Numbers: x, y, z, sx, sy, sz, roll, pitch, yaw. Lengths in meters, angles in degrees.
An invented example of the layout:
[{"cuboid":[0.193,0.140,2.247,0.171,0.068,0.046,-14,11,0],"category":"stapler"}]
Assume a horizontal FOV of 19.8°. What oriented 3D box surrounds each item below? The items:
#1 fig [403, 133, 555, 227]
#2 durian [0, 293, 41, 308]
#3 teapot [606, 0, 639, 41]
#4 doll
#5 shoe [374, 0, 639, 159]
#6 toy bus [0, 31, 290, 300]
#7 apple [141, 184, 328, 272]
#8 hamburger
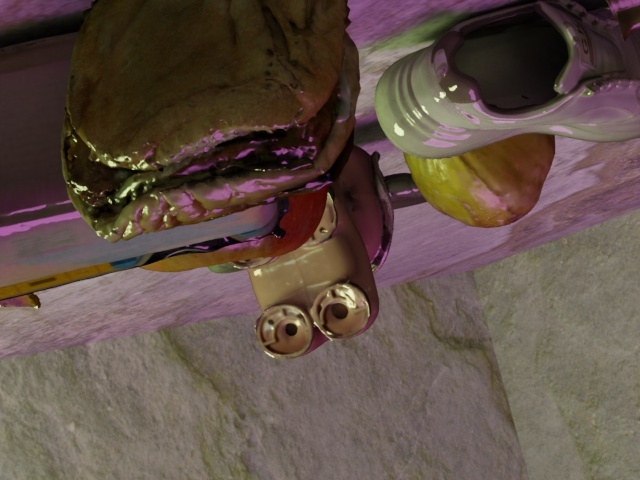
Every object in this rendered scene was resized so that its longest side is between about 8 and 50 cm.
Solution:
[{"cuboid":[0.135,-0.107,1.811,0.159,0.159,0.257,-17,156,22],"category":"fig"},{"cuboid":[-0.399,0.006,1.554,0.260,0.154,0.186,-19,-163,-17],"category":"durian"},{"cuboid":[0.232,-0.205,1.386,0.080,0.085,0.110,-20,152,18],"category":"teapot"},{"cuboid":[0.000,0.000,1.976,0.284,0.216,0.268,-19,178,18],"category":"doll"},{"cuboid":[0.211,-0.154,1.584,0.316,0.124,0.159,-13,166,-16],"category":"shoe"},{"cuboid":[-0.224,-0.055,1.295,0.386,0.171,0.162,-14,163,-4],"category":"toy bus"},{"cuboid":[-0.098,-0.061,1.486,0.209,0.164,0.209,-7,-177,0],"category":"apple"},{"cuboid":[-0.065,-0.091,1.146,0.206,0.183,0.130,-17,146,24],"category":"hamburger"}]
